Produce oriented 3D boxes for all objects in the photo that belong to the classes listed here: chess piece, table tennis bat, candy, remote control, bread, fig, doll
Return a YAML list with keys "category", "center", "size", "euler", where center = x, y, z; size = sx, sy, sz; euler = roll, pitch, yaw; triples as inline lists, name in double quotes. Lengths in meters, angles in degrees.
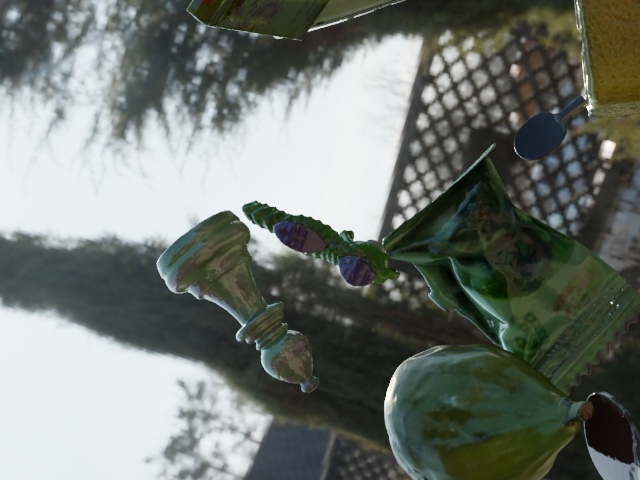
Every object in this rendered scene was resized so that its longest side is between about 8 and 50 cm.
- category: "chess piece"
  center: [-0.094, 0.099, 1.526]
  size: [0.139, 0.271, 0.139]
  euler: [-38, -7, -6]
- category: "table tennis bat"
  center: [0.226, -0.112, 1.086]
  size: [0.083, 0.050, 0.007]
  euler: [-41, -45, 14]
- category: "candy"
  center: [0.327, 0.058, 1.842]
  size: [0.263, 0.398, 0.172]
  euler: [-46, -8, -8]
- category: "remote control"
  center: [0.059, -0.385, 1.759]
  size: [0.140, 0.296, 0.056]
  euler: [-136, 28, -79]
- category: "bread"
  center: [0.626, -0.399, 1.978]
  size: [0.143, 0.333, 0.323]
  euler: [2, -98, -74]
- category: "fig"
  center: [0.218, 0.259, 1.513]
  size: [0.314, 0.233, 0.233]
  euler: [-150, 77, -75]
- category: "table tennis bat"
  center: [0.390, 0.278, 1.390]
  size: [0.234, 0.022, 0.131]
  euler: [-130, 34, -63]
- category: "doll"
  center: [0.000, 0.000, 1.216]
  size: [0.115, 0.190, 0.050]
  euler: [-43, -23, -80]

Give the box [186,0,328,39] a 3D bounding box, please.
- category: "box"
  center: [-0.051, -0.359, 1.501]
  size: [0.173, 0.043, 0.311]
  euler: [-53, -13, 19]
